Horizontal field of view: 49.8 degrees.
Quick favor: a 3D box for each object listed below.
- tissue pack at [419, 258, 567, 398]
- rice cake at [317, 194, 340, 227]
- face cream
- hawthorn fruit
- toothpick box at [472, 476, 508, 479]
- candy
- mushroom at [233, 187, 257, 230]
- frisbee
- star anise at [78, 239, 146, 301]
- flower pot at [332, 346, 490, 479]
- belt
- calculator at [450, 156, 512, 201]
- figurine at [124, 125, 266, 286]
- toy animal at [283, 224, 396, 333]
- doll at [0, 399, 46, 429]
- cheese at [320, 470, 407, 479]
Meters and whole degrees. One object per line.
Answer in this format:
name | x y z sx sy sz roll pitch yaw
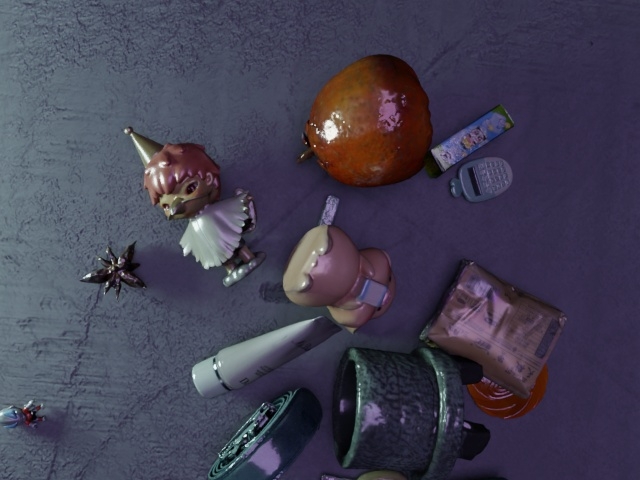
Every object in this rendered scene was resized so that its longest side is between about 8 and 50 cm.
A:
tissue pack | 0.376 0.185 1.487 0.257 0.123 0.215 29 85 5
rice cake | -0.001 0.000 1.504 0.033 0.033 0.207 18 88 4
face cream | -0.113 0.230 1.423 0.315 0.143 0.089 -27 64 8
hawthorn fruit | 0.081 -0.225 1.420 0.308 0.276 0.276 -24 92 14
toothpick box | 0.324 0.579 1.488 0.184 0.120 0.120 -2 89 -3
candy | 0.320 -0.215 1.516 0.195 0.097 0.062 -33 89 -7
mushroom | -0.163 -0.066 1.492 0.049 0.019 0.101 -20 90 -6
frisbee | 0.423 0.306 1.548 0.192 0.035 0.192 0 88 -6
star anise | -0.436 0.068 1.435 0.129 0.056 0.124 -13 79 -10
flower pot | 0.179 0.362 1.397 0.283 0.299 0.298 5 88 -11
belt | -0.108 0.407 1.395 0.116 0.206 0.267 46 74 -4
calculator | 0.362 -0.137 1.556 0.153 0.021 0.095 -18 91 -7
figurine | -0.261 -0.087 1.403 0.207 0.166 0.386 -32 97 32
toy animal | 0.052 0.073 1.399 0.256 0.213 0.195 31 85 -26
doll | -0.626 0.363 1.417 0.114 0.039 0.057 -3 131 -15
cheese | 0.094 0.540 1.501 0.192 0.037 0.097 12 86 -6
